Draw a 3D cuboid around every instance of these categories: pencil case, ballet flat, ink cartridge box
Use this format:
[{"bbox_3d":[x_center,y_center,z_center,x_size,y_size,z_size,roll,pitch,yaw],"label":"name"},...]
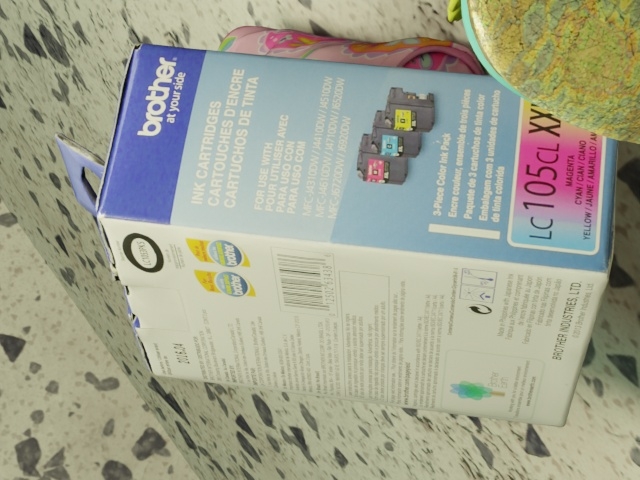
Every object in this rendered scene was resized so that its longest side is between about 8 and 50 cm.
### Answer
[{"bbox_3d":[0.014,-0.115,1.237,0.284,0.124,0.124,13,132,53],"label":"pencil case"},{"bbox_3d":[0.215,-0.094,0.613,0.123,0.348,0.123,-7,82,52],"label":"ballet flat"},{"bbox_3d":[0.000,0.000,1.071,0.395,0.151,0.270,5,152,5],"label":"ink cartridge box"}]

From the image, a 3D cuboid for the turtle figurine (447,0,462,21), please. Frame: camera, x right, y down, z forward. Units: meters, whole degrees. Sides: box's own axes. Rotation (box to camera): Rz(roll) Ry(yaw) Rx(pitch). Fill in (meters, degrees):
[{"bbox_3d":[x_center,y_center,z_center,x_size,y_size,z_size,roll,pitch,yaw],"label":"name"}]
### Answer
[{"bbox_3d":[0.033,-0.252,1.070,0.217,0.087,0.270,38,136,16],"label":"turtle figurine"}]
